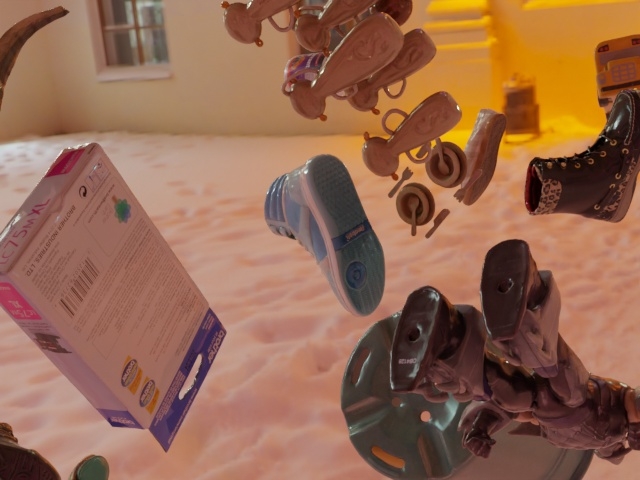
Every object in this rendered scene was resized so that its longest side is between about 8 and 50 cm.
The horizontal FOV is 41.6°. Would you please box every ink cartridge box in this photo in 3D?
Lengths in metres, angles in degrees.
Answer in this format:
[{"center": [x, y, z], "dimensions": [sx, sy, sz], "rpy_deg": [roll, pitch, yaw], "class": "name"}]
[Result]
[{"center": [-0.223, 0.072, 0.925], "dimensions": [0.065, 0.311, 0.186], "rpy_deg": [-5, 44, 30], "class": "ink cartridge box"}]

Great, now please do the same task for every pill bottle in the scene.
[{"center": [0.015, -0.400, 2.033], "dimensions": [0.193, 0.108, 0.108], "rpy_deg": [5, 17, 42], "class": "pill bottle"}]

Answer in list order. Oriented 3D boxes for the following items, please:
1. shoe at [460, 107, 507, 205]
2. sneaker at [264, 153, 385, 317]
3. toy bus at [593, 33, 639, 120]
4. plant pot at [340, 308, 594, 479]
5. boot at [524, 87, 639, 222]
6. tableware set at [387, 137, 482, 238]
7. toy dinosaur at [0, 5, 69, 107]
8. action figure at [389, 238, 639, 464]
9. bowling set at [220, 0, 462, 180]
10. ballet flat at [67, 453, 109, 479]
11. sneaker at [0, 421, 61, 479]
[{"center": [0.342, -0.180, 1.818], "dimensions": [0.076, 0.219, 0.058], "rpy_deg": [-12, 36, -44], "class": "shoe"}, {"center": [0.000, 0.000, 1.644], "dimensions": [0.127, 0.319, 0.208], "rpy_deg": [-21, 6, -39], "class": "sneaker"}, {"center": [0.612, -0.319, 1.680], "dimensions": [0.108, 0.130, 0.332], "rpy_deg": [-8, -4, 23], "class": "toy bus"}, {"center": [0.220, 0.257, 1.321], "dimensions": [0.341, 0.341, 0.334], "rpy_deg": [5, -14, 35], "class": "plant pot"}, {"center": [0.451, -0.142, 1.429], "dimensions": [0.178, 0.237, 0.085], "rpy_deg": [0, 22, -14], "class": "boot"}, {"center": [0.201, -0.101, 1.581], "dimensions": [0.039, 0.194, 0.128], "rpy_deg": [-19, 61, -47], "class": "tableware set"}, {"center": [-0.388, -0.176, 0.922], "dimensions": [0.064, 0.268, 0.118], "rpy_deg": [8, -21, 45], "class": "toy dinosaur"}, {"center": [0.171, 0.117, 0.642], "dimensions": [0.185, 0.285, 0.099], "rpy_deg": [-21, 48, 33], "class": "action figure"}, {"center": [0.043, -0.218, 0.999], "dimensions": [0.154, 0.287, 0.200], "rpy_deg": [-36, 6, 27], "class": "bowling set"}, {"center": [-0.333, 0.345, 1.133], "dimensions": [0.052, 0.057, 0.168], "rpy_deg": [-27, 12, 10], "class": "ballet flat"}, {"center": [-0.583, 0.407, 1.597], "dimensions": [0.227, 0.087, 0.130], "rpy_deg": [23, 2, 0], "class": "sneaker"}]
